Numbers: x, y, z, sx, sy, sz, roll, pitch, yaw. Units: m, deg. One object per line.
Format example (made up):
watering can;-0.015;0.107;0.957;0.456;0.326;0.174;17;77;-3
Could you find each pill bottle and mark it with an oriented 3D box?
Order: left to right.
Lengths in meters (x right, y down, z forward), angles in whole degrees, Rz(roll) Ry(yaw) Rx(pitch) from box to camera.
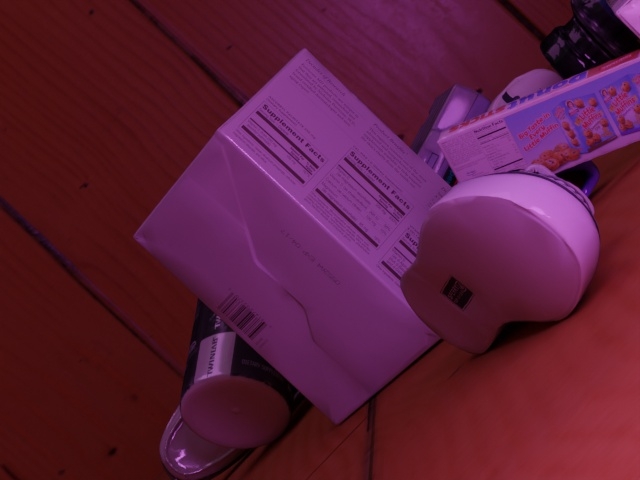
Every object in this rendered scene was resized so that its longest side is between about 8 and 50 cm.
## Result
pill bottle;-0.088;0.115;2.177;0.130;0.130;0.245;-46;26;37
pill bottle;0.311;-0.227;1.704;0.219;0.123;0.123;-47;1;19

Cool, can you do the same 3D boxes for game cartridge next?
game cartridge;0.082;-0.002;2.056;0.355;0.068;0.230;-62;6;0

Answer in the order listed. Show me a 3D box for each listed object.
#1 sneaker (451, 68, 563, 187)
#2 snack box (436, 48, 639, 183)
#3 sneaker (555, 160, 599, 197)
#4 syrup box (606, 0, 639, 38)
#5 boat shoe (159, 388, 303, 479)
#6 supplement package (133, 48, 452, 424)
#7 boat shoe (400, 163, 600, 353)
sneaker;0.213;-0.106;1.798;0.235;0.094;0.153;-49;4;-36
snack box;0.183;-0.087;1.436;0.178;0.064;0.022;-22;20;24
sneaker;0.157;-0.013;1.458;0.170;0.068;0.071;-46;7;-23
syrup box;0.297;-0.187;1.477;0.093;0.096;0.237;-45;3;12
boat shoe;-0.085;0.180;2.292;0.302;0.113;0.103;-46;-4;-10
supplement package;0.000;0.000;1.676;0.145;0.262;0.204;-47;1;-40
boat shoe;0.133;-0.003;1.216;0.102;0.108;0.301;-48;-5;-15
